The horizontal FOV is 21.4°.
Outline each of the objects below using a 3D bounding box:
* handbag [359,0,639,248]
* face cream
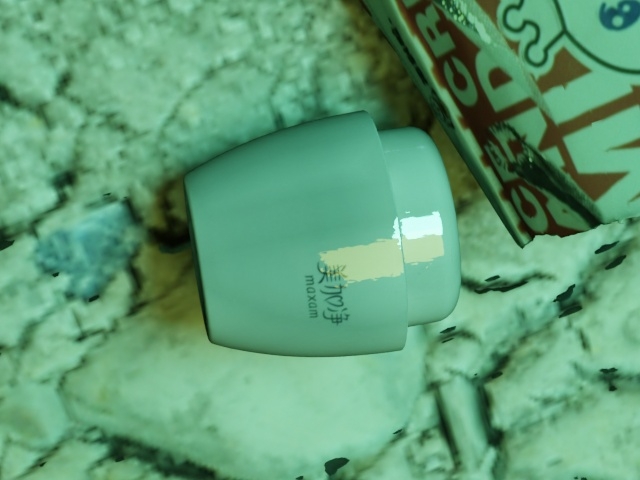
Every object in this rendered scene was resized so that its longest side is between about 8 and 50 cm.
[{"bbox_3d":[0.143,-0.125,0.559,0.298,0.151,0.171,-25,100,31],"label":"handbag"},{"bbox_3d":[0.000,0.000,0.631,0.095,0.091,0.091,-9,117,-6],"label":"face cream"}]
